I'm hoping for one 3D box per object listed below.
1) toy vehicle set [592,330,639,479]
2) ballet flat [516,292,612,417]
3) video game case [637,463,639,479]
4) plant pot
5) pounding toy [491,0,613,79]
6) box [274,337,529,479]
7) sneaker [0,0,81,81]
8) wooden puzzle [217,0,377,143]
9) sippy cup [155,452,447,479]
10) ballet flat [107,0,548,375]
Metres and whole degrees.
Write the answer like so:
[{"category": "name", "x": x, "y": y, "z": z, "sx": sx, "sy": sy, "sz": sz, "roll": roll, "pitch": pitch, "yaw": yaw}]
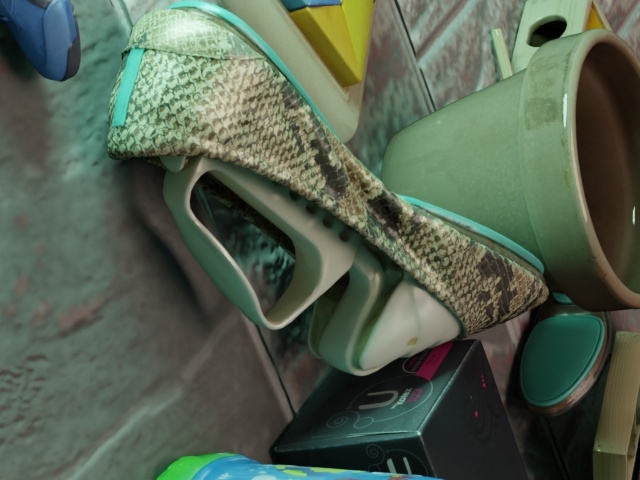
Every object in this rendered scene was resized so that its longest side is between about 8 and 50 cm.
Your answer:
[{"category": "toy vehicle set", "x": 0.329, "y": 0.247, "z": 2.043, "sx": 0.267, "sy": 0.035, "sz": 0.166, "roll": 80, "pitch": 22, "yaw": -47}, {"category": "ballet flat", "x": 0.280, "y": 0.096, "z": 2.035, "sx": 0.096, "sy": 0.095, "sz": 0.280, "roll": 64, "pitch": 33, "yaw": -44}, {"category": "video game case", "x": 0.401, "y": 0.244, "z": 2.167, "sx": 0.300, "sy": 0.036, "sz": 0.329, "roll": 76, "pitch": 23, "yaw": -51}, {"category": "plant pot", "x": 0.187, "y": -0.052, "z": 1.769, "sx": 0.263, "sy": 0.229, "sz": 0.263, "roll": 24, "pitch": 62, "yaw": -57}, {"category": "pounding toy", "x": 0.268, "y": -0.183, "z": 2.084, "sx": 0.181, "sy": 0.094, "sz": 0.206, "roll": 55, "pitch": 38, "yaw": -38}, {"category": "box", "x": 0.093, "y": 0.244, "z": 1.611, "sx": 0.165, "sy": 0.143, "sz": 0.270, "roll": -51, "pitch": 125, "yaw": -55}, {"category": "sneaker", "x": -0.227, "y": -0.194, "z": 1.268, "sx": 0.082, "sy": 0.069, "sz": 0.209, "roll": -32, "pitch": 124, "yaw": -24}, {"category": "wooden puzzle", "x": -0.002, "y": -0.240, "z": 1.679, "sx": 0.221, "sy": 0.044, "sz": 0.239, "roll": 51, "pitch": 41, "yaw": -42}, {"category": "sippy cup", "x": 0.008, "y": 0.266, "z": 1.376, "sx": 0.305, "sy": 0.224, "sz": 0.240, "roll": -43, "pitch": 120, "yaw": -56}, {"category": "ballet flat", "x": 0.000, "y": 0.000, "z": 1.512, "sx": 0.483, "sy": 0.164, "sz": 0.182, "roll": 37, "pitch": 65, "yaw": -39}]
